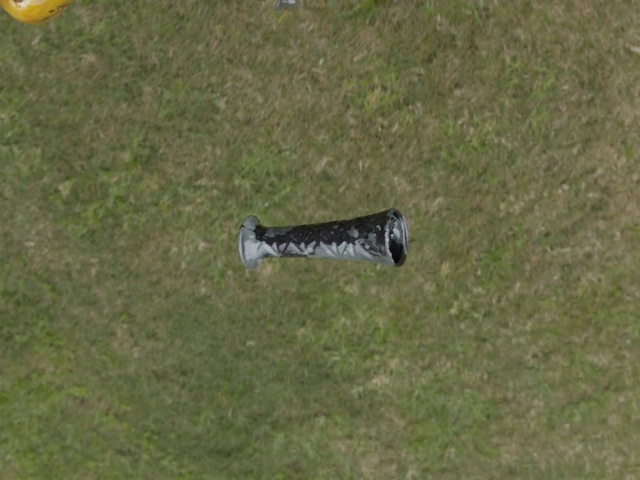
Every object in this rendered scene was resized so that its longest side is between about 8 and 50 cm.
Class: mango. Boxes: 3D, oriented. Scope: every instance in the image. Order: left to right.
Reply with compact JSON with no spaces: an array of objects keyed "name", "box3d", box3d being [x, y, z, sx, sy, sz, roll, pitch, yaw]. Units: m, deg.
[{"name":"mango","box3d":[-0.475,-0.465,1.397,0.120,0.295,0.177,42,108,-17]}]

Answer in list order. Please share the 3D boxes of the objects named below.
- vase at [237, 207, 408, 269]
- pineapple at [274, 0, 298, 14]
[{"name":"vase","box3d":[0.000,0.000,0.793,0.167,0.059,0.059,-2,127,25]},{"name":"pineapple","box3d":[-0.032,-0.432,1.112,0.175,0.361,0.174,-1,95,-15]}]
